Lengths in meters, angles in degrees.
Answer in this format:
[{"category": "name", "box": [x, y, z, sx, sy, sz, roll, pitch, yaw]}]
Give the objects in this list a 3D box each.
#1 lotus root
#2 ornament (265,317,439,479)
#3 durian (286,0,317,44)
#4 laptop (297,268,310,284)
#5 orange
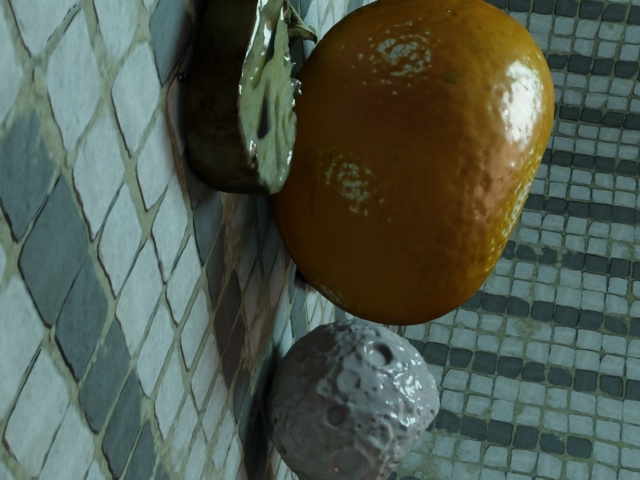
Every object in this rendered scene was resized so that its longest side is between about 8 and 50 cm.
[{"category": "lotus root", "box": [-0.076, -0.148, 0.967, 0.261, 0.074, 0.170, 87, 18, -45]}, {"category": "ornament", "box": [0.039, 0.236, 1.468, 0.259, 0.225, 0.259, -51, 171, -11]}, {"category": "durian", "box": [-0.032, -0.247, 1.129, 0.130, 0.066, 0.052, -73, 172, -81]}, {"category": "laptop", "box": [0.000, 0.000, 1.632, 0.207, 0.026, 0.154, 30, 71, -78]}, {"category": "orange", "box": [0.107, -0.106, 1.286, 0.424, 0.326, 0.424, 23, 90, -81]}]
